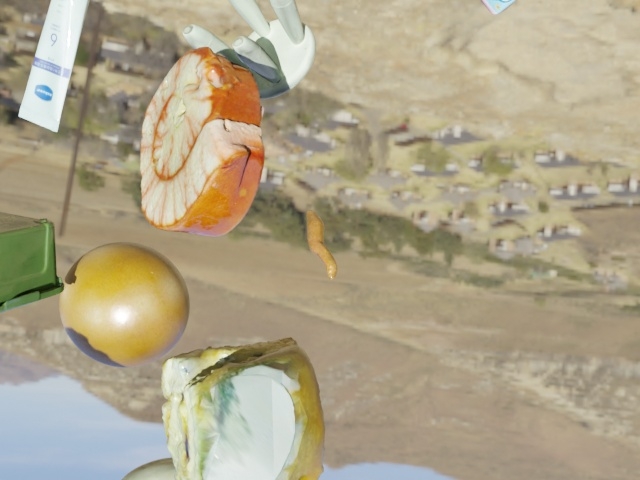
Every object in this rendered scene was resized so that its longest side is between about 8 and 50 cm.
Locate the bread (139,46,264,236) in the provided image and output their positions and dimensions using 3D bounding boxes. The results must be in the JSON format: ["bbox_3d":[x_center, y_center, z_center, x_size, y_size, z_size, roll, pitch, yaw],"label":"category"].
[{"bbox_3d":[-0.216,-0.165,1.576,0.114,0.327,0.295,11,146,-35],"label":"bread"}]

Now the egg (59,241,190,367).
[{"bbox_3d":[-0.448,0.142,2.041,0.283,0.282,0.351,12,-173,-35],"label":"egg"}]

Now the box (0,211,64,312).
[{"bbox_3d":[-0.686,0.038,1.771,0.253,0.177,0.329,12,-166,17],"label":"box"}]

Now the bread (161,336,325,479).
[{"bbox_3d":[-0.121,0.359,1.454,0.239,0.395,0.264,-4,169,-16],"label":"bread"}]

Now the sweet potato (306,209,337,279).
[{"bbox_3d":[-0.005,0.001,1.732,0.044,0.179,0.044,-10,138,-9],"label":"sweet potato"}]

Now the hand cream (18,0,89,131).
[{"bbox_3d":[-0.544,-0.393,1.861,0.109,0.320,0.067,23,-168,21],"label":"hand cream"}]

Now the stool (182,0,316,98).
[{"bbox_3d":[-0.134,-0.420,1.824,0.195,0.195,0.198,21,165,36],"label":"stool"}]

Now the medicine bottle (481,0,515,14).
[{"bbox_3d":[0.381,-0.541,1.732,0.188,0.119,0.094,-37,-175,34],"label":"medicine bottle"}]

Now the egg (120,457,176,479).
[{"bbox_3d":[-0.338,0.619,1.957,0.336,0.278,0.278,-28,152,33],"label":"egg"}]
